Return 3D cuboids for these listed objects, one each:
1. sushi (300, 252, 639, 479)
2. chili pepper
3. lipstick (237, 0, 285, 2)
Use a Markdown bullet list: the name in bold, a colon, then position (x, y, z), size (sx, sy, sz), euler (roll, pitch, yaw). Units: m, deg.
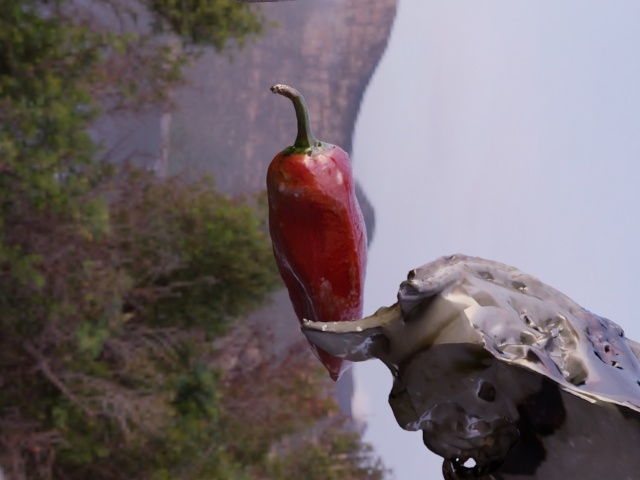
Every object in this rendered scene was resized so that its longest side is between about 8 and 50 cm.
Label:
- **sushi**: position (0.127, 0.086, 0.594), size (0.109, 0.273, 0.134), euler (-49, 162, -51)
- **chili pepper**: position (0.001, 0.000, 0.633), size (0.059, 0.050, 0.191), euler (18, -53, 41)
- **lipstick**: position (-0.033, -0.305, 0.627), size (0.087, 0.087, 0.327), euler (-100, -175, -69)
